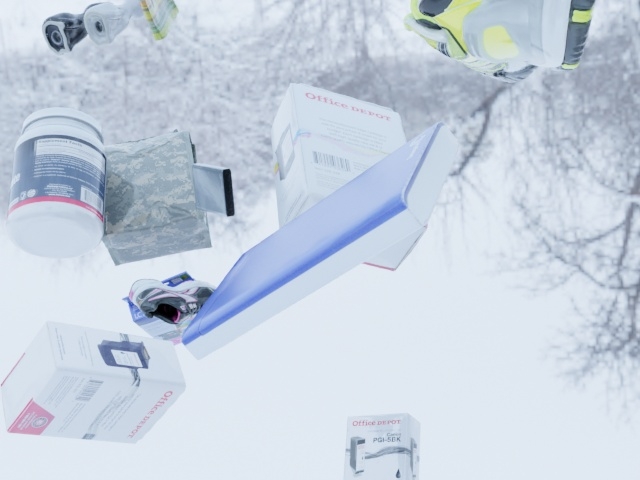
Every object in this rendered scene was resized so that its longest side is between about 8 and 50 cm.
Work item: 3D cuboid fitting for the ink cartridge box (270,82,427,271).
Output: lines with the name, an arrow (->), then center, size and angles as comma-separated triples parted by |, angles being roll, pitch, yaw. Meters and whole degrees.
ink cartridge box -> 0.041, -0.115, 1.580 | 0.226, 0.131, 0.306 | 14, -140, -20

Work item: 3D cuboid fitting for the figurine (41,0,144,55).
figurine -> -0.525, -0.538, 2.179 | 0.215, 0.092, 0.209 | -4, -150, 29

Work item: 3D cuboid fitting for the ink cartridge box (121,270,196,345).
ink cartridge box -> -0.376, 0.187, 2.361 | 0.185, 0.065, 0.311 | -22, 153, 1

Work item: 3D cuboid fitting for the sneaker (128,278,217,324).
sneaker -> -0.252, 0.121, 1.619 | 0.178, 0.072, 0.077 | 2, -144, -34

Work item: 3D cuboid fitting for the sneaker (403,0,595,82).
sneaker -> 0.159, -0.237, 0.881 | 0.147, 0.145, 0.385 | 11, -174, 1

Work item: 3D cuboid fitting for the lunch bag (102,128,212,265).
lunch bag -> -0.388, -0.112, 2.066 | 0.235, 0.287, 0.169 | -11, 151, -4

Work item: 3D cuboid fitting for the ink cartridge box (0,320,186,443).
ink cartridge box -> -0.366, 0.235, 1.465 | 0.237, 0.172, 0.100 | 16, -144, -40

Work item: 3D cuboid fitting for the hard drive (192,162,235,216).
hard drive -> -0.212, -0.102, 1.796 | 0.022, 0.094, 0.135 | -12, -165, -32

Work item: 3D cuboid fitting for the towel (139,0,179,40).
towel -> -0.209, -0.344, 0.992 | 0.021, 0.237, 0.102 | -14, -148, 6

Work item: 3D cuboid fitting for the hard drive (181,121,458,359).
hard drive -> 0.000, 0.000, 1.004 | 0.318, 0.040, 0.210 | -33, -166, 30

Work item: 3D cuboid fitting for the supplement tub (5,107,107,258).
supplement tub -> -0.540, -0.117, 1.868 | 0.191, 0.272, 0.191 | -4, 150, -2

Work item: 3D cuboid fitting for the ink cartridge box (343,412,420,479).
ink cartridge box -> 0.087, 0.320, 1.293 | 0.099, 0.135, 0.056 | -10, 149, 25
